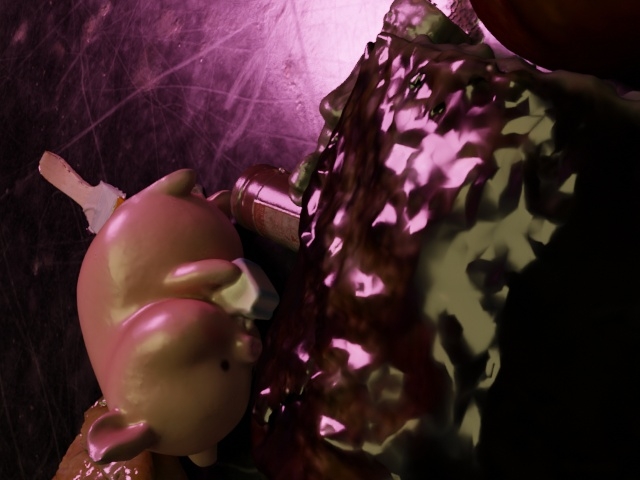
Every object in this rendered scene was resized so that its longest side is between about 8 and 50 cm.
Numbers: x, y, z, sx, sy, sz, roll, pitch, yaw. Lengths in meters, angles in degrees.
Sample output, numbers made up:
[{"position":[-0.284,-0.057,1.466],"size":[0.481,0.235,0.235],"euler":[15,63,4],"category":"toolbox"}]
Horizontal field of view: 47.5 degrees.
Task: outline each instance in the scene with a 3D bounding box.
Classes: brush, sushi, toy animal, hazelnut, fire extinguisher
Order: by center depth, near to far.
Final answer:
[{"position":[0.124,0.051,0.446],"size":[0.299,0.281,0.294],"euler":[25,95,50],"category":"sushi"},{"position":[0.173,-0.208,0.490],"size":[0.208,0.208,0.208],"euler":[-8,78,43],"category":"hazelnut"},{"position":[0.005,0.002,0.698],"size":[0.252,0.075,0.106],"euler":[25,71,42],"category":"fire extinguisher"},{"position":[-0.146,0.089,0.777],"size":[0.213,0.195,0.256],"euler":[-35,59,11],"category":"toy animal"},{"position":[-0.360,-0.072,1.108],"size":[0.336,0.020,0.085],"euler":[33,107,42],"category":"brush"}]

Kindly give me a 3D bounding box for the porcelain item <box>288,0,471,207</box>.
[{"position":[0.038,-0.122,0.668],"size":[0.215,0.069,0.081],"euler":[-51,47,10],"category":"porcelain item"}]

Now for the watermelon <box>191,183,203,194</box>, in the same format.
[{"position":[-0.172,-0.047,0.913],"size":[0.061,0.085,0.085],"euler":[-43,44,-20],"category":"watermelon"}]

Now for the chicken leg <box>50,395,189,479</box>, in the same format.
[{"position":[-0.189,0.319,0.729],"size":[0.201,0.153,0.429],"euler":[-55,24,-2],"category":"chicken leg"}]
